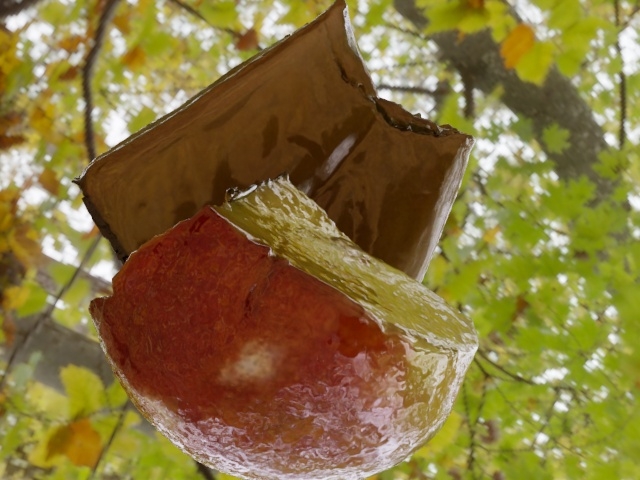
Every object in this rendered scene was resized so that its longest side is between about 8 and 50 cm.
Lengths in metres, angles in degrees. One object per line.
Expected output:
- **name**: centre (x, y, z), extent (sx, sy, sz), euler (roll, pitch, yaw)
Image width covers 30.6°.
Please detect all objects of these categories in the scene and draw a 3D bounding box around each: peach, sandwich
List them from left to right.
- **peach**: centre (-0.014, 0.042, 0.462), extent (0.151, 0.151, 0.118), euler (10, -130, 41)
- **sandwich**: centre (0.000, 0.000, 0.692), extent (0.198, 0.227, 0.155), euler (-34, -169, -4)
